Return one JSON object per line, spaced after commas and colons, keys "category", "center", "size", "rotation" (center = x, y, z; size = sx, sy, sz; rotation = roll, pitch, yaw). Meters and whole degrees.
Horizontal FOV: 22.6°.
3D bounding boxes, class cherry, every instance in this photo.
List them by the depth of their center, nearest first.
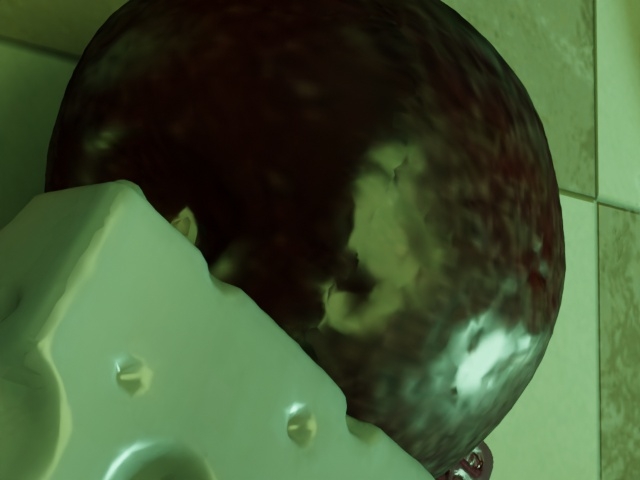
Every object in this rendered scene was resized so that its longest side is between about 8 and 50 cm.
{"category": "cherry", "center": [0.000, 0.000, 0.678], "size": [0.300, 0.203, 0.230], "rotation": [4, 75, -61]}

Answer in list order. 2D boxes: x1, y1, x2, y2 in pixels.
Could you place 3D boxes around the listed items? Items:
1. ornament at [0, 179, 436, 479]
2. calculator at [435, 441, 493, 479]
{"category": "ornament", "center": [-0.109, 0.156, 0.504], "size": [0.239, 0.240, 0.240], "rotation": [45, 55, -32]}
{"category": "calculator", "center": [0.030, 0.158, 0.805], "size": [0.126, 0.034, 0.190], "rotation": [43, 50, -33]}
